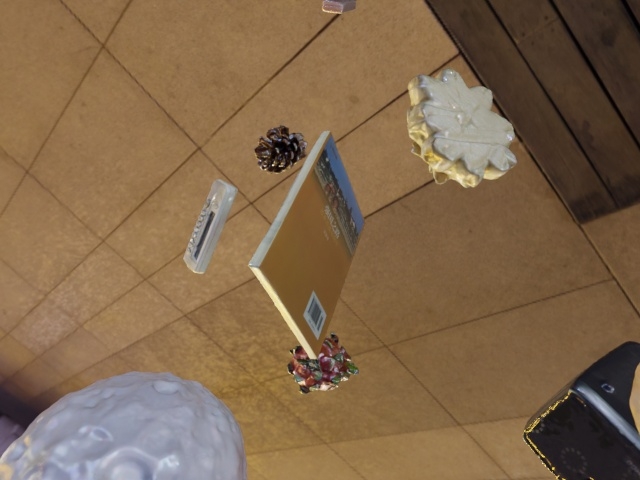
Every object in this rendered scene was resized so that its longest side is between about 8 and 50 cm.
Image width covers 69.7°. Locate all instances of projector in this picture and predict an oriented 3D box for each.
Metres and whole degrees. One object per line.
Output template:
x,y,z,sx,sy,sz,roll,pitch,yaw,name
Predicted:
0.745,0.464,1.038,0.395,0.406,0.242,49,131,34,projector

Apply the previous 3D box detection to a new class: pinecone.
-0.145,-0.314,1.603,0.179,0.195,0.149,-20,112,28,pinecone

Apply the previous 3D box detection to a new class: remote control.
-0.269,-0.034,1.128,0.090,0.049,0.230,34,103,45,remote control

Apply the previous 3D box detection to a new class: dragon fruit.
0.015,0.306,1.159,0.135,0.236,0.137,-22,74,38,dragon fruit

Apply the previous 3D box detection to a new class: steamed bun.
0.305,-0.253,1.064,0.296,0.292,0.137,33,150,-7,steamed bun

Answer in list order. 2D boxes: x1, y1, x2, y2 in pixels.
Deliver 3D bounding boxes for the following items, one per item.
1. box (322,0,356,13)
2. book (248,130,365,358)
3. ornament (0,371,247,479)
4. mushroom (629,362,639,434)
0.042,-0.511,0.995,0.048,0.115,0.025,14,124,15,box
0.000,0.000,0.888,0.028,0.373,0.262,-3,133,28,book
-0.262,0.344,0.601,0.338,0.337,0.336,13,131,15,ornament
0.434,0.117,0.311,0.315,0.356,0.314,15,114,36,mushroom
